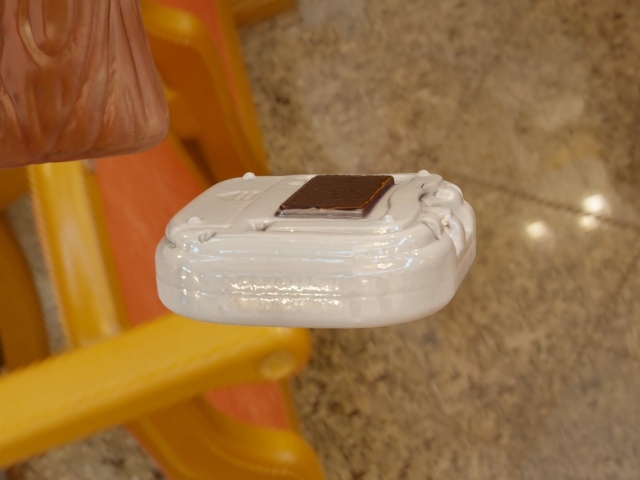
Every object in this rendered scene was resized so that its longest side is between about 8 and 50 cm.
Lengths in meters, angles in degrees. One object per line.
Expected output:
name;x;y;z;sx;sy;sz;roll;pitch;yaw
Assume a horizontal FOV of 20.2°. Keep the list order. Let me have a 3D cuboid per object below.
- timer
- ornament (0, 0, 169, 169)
timer;0.000;0.000;1.451;0.237;0.087;0.262;-1;14;13
ornament;-0.164;-0.153;0.658;0.235;0.218;0.221;19;26;21
